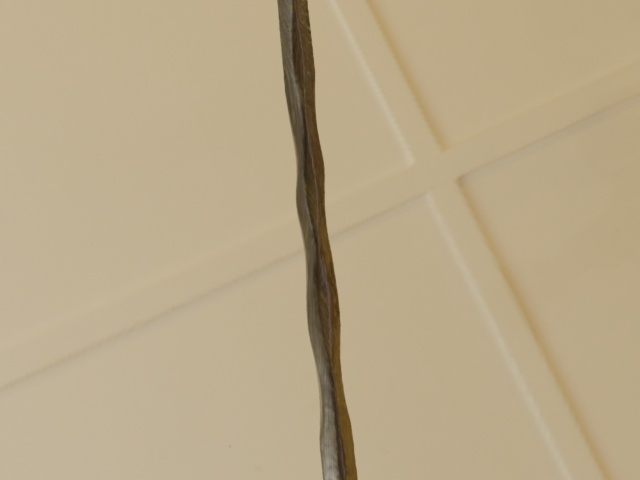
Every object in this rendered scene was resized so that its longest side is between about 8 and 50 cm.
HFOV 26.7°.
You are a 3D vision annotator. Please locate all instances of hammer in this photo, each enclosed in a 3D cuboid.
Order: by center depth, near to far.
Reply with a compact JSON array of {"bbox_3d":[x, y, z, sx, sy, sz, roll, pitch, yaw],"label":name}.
[{"bbox_3d":[0.000,0.000,0.491,0.029,0.058,0.292,8,-109,-47],"label":"hammer"}]
